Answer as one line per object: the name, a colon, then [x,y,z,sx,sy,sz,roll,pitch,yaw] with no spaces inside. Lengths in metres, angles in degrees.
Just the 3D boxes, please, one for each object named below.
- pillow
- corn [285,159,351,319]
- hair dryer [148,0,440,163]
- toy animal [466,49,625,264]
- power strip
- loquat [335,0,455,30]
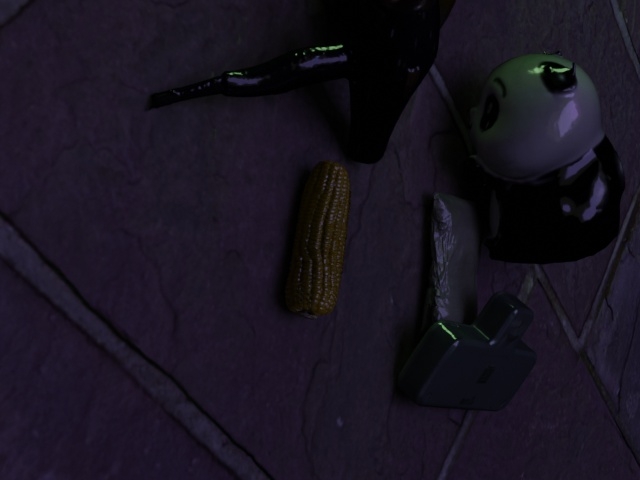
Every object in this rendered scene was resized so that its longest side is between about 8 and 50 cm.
pillow: [0.212,0.041,1.287,0.148,0.050,0.230,12,81,-54]
corn: [0.000,0.000,1.041,0.072,0.072,0.203,20,74,-45]
hair dryer: [-0.032,-0.178,0.972,0.359,0.304,0.120,-15,63,-19]
toy animal: [0.353,-0.139,1.301,0.251,0.250,0.310,-28,117,-44]
power strip: [0.248,0.170,1.257,0.264,0.059,0.194,17,110,-46]
loquat: [0.101,-0.353,1.074,0.179,0.179,0.228,-4,106,-47]
